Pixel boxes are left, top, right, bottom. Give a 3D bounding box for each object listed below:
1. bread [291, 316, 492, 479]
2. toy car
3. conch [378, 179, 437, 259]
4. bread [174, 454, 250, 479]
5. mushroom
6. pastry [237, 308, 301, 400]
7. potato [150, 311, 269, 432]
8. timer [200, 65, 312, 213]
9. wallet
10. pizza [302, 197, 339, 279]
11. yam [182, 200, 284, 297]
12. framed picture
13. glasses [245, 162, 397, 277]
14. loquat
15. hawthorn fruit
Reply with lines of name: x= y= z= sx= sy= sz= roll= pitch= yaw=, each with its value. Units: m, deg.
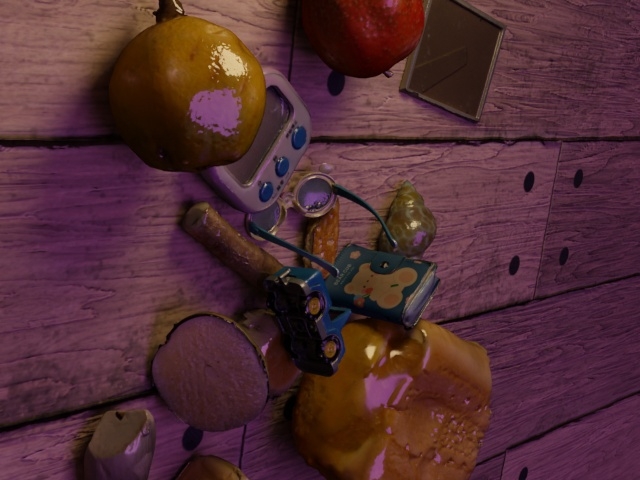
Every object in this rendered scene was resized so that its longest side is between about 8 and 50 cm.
bread: x=0.119 y=0.307 z=1.969 sx=0.394 sy=0.250 sz=0.361 roll=29 pitch=78 yaw=-48
toy car: x=-0.013 y=0.120 z=1.717 sx=0.100 sy=0.097 sz=0.191 roll=-37 pitch=118 yaw=-37
conch: x=0.161 y=-0.008 z=2.012 sx=0.116 sy=0.106 sz=0.173 roll=-36 pitch=151 yaw=-63
bread: x=-0.207 y=0.472 z=1.709 sx=0.241 sy=0.136 sz=0.107 roll=-52 pitch=138 yaw=-26
mushroom: x=-0.301 y=0.362 z=1.586 sx=0.108 sy=0.096 sz=0.247 roll=-25 pitch=127 yaw=-44
pastry: x=-0.089 y=0.188 z=1.786 sx=0.165 sy=0.088 sz=0.166 roll=-24 pitch=122 yaw=-45
potato: x=-0.163 y=0.188 z=1.668 sx=0.202 sy=0.182 sz=0.117 roll=62 pitch=18 yaw=-17
timer: x=-0.104 y=-0.157 z=1.651 sx=0.208 sy=0.069 sz=0.191 roll=-59 pitch=140 yaw=-16
wallet: x=0.105 y=0.081 z=1.888 sx=0.141 sy=0.202 sz=0.059 roll=-55 pitch=138 yaw=-28
pizza: x=-0.001 y=0.000 z=1.863 sx=0.099 sy=0.035 sz=0.160 roll=-18 pitch=117 yaw=-56
yam: x=-0.121 y=0.026 z=1.701 sx=0.299 sy=0.066 sz=0.066 roll=44 pitch=69 yaw=-49
framed picture: x=0.265 y=-0.360 z=2.069 sx=0.289 sy=0.020 sz=0.211 roll=11 pitch=95 yaw=-52
glasses: x=0.002 y=-0.010 z=1.729 sx=0.189 sy=0.220 sz=0.088 roll=-25 pitch=143 yaw=-29
loquat: x=-0.183 y=-0.214 z=1.437 sx=0.213 sy=0.213 sz=0.246 roll=-10 pitch=87 yaw=-49
hawthorn fruit: x=0.070 y=-0.351 z=1.690 sx=0.205 sy=0.205 sz=0.253 roll=-48 pitch=141 yaw=-28
